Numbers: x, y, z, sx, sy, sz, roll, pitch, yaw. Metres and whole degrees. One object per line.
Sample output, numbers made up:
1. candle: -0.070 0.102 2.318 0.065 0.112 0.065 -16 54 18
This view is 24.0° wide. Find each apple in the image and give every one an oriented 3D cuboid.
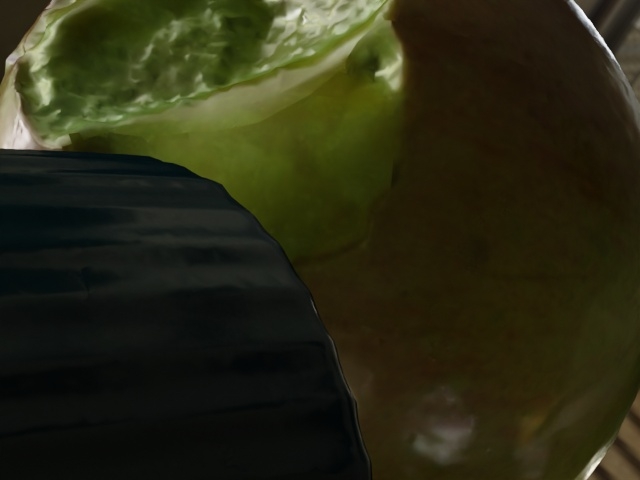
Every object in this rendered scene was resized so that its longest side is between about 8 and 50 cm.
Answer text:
1. apple: 0.000 0.000 0.715 0.339 0.340 0.340 24 -151 -14

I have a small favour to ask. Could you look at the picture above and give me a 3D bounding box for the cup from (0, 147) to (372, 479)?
1. cup: -0.156 0.120 0.376 0.292 0.242 0.308 -4 -95 -38
